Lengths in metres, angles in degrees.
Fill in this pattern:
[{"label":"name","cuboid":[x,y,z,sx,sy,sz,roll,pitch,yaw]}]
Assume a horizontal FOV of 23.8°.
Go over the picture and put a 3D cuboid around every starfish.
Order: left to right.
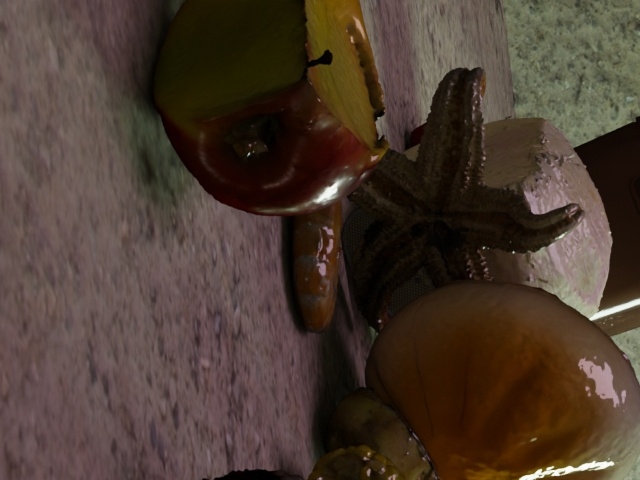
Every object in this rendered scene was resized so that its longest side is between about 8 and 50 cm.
[{"label":"starfish","cuboid":[0.141,-0.014,1.569,0.113,0.312,0.303,-44,111,-48]}]

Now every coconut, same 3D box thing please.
[{"label":"coconut","cuboid":[0.201,0.013,1.797,0.297,0.297,0.255,-64,138,-66]}]

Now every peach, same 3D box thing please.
[{"label":"peach","cuboid":[-0.040,-0.123,1.155,0.267,0.154,0.159,-96,161,-47]}]

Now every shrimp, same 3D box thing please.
[{"label":"shrimp","cuboid":[-0.004,0.000,1.486,0.132,0.051,0.188,78,17,-76]}]

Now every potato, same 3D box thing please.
[{"label":"potato","cuboid":[0.061,0.241,1.512,0.164,0.081,0.200,41,-18,45]}]

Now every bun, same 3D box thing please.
[{"label":"bun","cuboid":[0.174,0.188,1.548,0.165,0.299,0.299,-58,143,-38]}]

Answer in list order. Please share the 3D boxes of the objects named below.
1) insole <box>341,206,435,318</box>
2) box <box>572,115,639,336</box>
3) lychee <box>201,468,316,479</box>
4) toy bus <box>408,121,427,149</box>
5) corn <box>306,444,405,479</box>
[{"label":"insole","cuboid":[0.144,0.086,1.669,0.322,0.109,0.007,49,14,-2]},{"label":"box","cuboid":[0.383,0.004,2.068,0.339,0.229,0.239,36,34,-75]},{"label":"lychee","cuboid":[-0.035,0.239,0.965,0.188,0.188,0.188,-6,90,-76]},{"label":"toy bus","cuboid":[0.180,-0.054,2.109,0.120,0.121,0.265,50,35,-51]},{"label":"corn","cuboid":[0.062,0.317,1.441,0.363,0.120,0.120,71,18,-45]}]
